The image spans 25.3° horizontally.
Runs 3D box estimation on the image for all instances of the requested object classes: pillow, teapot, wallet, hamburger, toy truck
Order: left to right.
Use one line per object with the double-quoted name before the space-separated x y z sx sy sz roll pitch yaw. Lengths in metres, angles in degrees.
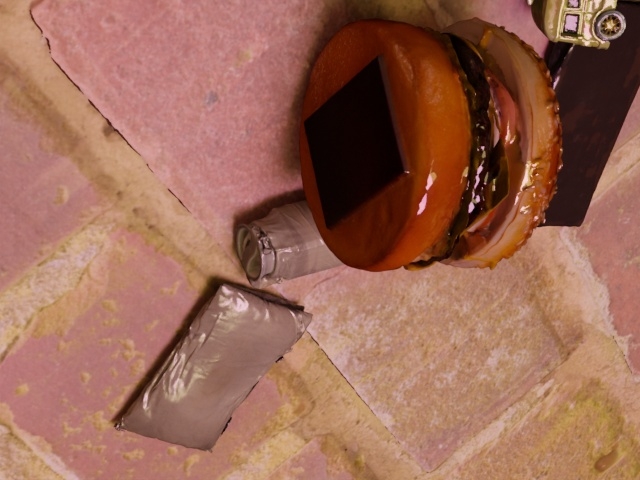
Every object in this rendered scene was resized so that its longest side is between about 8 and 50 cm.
"pillow" -0.124 0.154 1.685 0.148 0.050 0.230 26 106 -37
"teapot" 0.000 0.000 1.635 0.200 0.077 0.107 -14 149 -26
"hamburger" 0.122 -0.103 1.500 0.225 0.291 0.291 1 122 -29
"toy truck" 0.278 -0.309 1.564 0.116 0.085 0.191 2 115 -8
"wallet" 0.315 -0.153 1.752 0.165 0.042 0.310 0 122 -35
